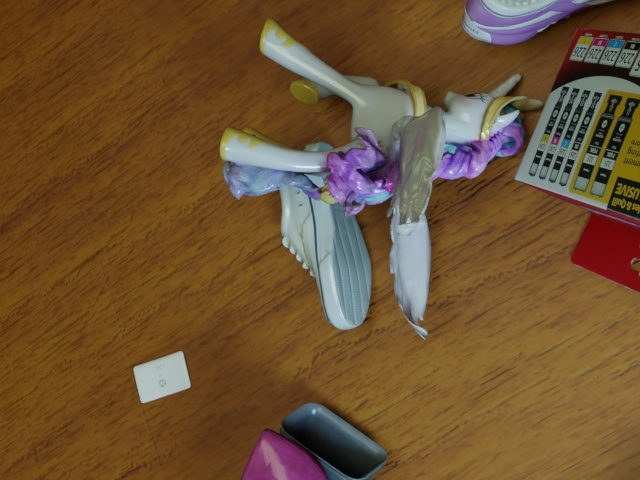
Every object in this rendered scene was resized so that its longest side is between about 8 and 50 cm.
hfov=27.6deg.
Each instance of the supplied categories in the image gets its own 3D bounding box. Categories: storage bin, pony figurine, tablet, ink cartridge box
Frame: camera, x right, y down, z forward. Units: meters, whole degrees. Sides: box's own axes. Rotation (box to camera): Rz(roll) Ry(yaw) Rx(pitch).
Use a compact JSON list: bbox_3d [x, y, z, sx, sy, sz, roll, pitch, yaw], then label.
[{"bbox_3d":[0.009,0.288,1.688,0.135,0.098,0.091,33,125,23],"label":"storage bin"},{"bbox_3d":[0.071,-0.101,1.599,0.364,0.302,0.351,13,57,7],"label":"pony figurine"},{"bbox_3d":[-0.224,0.193,1.841,0.083,0.006,0.054,-20,76,21],"label":"tablet"},{"bbox_3d":[0.361,-0.084,1.457,0.271,0.130,0.309,-68,22,3],"label":"ink cartridge box"}]

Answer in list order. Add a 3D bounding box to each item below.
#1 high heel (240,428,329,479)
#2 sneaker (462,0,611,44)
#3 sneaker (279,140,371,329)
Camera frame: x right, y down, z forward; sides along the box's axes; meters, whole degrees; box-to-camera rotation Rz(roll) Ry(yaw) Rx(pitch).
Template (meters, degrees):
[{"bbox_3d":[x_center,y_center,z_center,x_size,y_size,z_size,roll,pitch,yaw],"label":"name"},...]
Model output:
[{"bbox_3d":[-0.132,0.384,1.673,0.377,0.127,0.181,-37,98,20],"label":"high heel"},{"bbox_3d":[0.307,-0.318,1.621,0.282,0.161,0.102,-13,77,-11],"label":"sneaker"},{"bbox_3d":[0.000,0.000,1.730,0.091,0.094,0.258,-22,68,34],"label":"sneaker"}]
